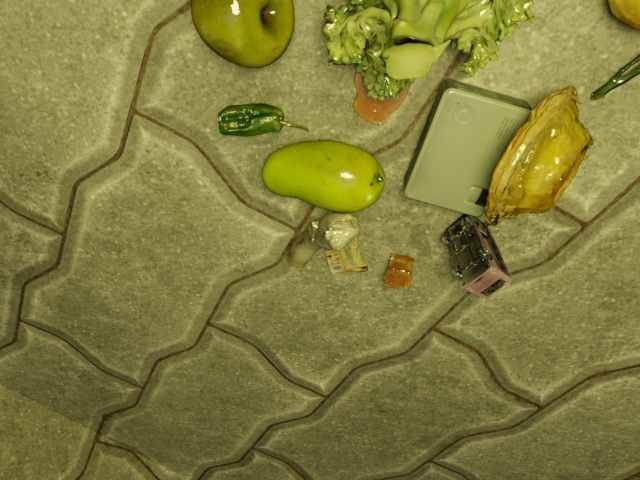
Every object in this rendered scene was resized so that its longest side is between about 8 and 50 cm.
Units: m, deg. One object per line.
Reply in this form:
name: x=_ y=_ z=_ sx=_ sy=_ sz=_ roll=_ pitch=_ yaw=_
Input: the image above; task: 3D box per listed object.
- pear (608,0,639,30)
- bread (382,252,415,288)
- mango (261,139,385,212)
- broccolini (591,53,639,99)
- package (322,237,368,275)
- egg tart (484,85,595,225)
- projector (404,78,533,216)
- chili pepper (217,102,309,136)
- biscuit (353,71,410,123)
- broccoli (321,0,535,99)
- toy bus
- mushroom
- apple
pear: x=0.569 y=-0.424 z=0.745 sx=0.178 sy=0.178 sz=0.177 roll=5 pitch=126 yaw=7
bread: x=0.206 y=0.085 z=1.219 sx=0.070 sy=0.083 sz=0.076 roll=16 pitch=123 yaw=10
mango: x=0.002 y=-0.148 z=1.060 sx=0.294 sy=0.142 sz=0.175 roll=8 pitch=144 yaw=18
broccolini: x=0.611 y=-0.342 z=0.880 sx=0.074 sy=0.058 sz=0.201 roll=50 pitch=135 yaw=-7
package: x=0.061 y=0.038 z=1.244 sx=0.108 sy=0.031 sz=0.120 roll=-12 pitch=114 yaw=17
egg tart: x=0.430 y=-0.145 z=0.897 sx=0.116 sy=0.295 sz=0.294 roll=34 pitch=130 yaw=23
projector: x=0.308 y=-0.194 z=0.995 sx=0.192 sy=0.099 sz=0.256 roll=16 pitch=125 yaw=0
chili pepper: x=-0.134 y=-0.271 z=1.040 sx=0.204 sy=0.073 sz=0.072 roll=0 pitch=111 yaw=9
biscuit: x=0.123 y=-0.322 z=0.983 sx=0.118 sy=0.023 sz=0.140 roll=36 pitch=124 yaw=-15
broccoli: x=0.175 y=-0.395 z=0.774 sx=0.338 sy=0.317 sz=0.277 roll=36 pitch=167 yaw=34
toy bus: x=0.365 y=0.031 z=1.086 sx=0.108 sy=0.198 sz=0.096 roll=28 pitch=126 yaw=-23
mushroom: x=0.000 y=-0.003 z=1.168 sx=0.099 sy=0.096 sz=0.278 roll=-4 pitch=166 yaw=-36
apple: x=-0.144 y=-0.422 z=0.862 sx=0.157 sy=0.196 sz=0.196 roll=15 pitch=130 yaw=28
